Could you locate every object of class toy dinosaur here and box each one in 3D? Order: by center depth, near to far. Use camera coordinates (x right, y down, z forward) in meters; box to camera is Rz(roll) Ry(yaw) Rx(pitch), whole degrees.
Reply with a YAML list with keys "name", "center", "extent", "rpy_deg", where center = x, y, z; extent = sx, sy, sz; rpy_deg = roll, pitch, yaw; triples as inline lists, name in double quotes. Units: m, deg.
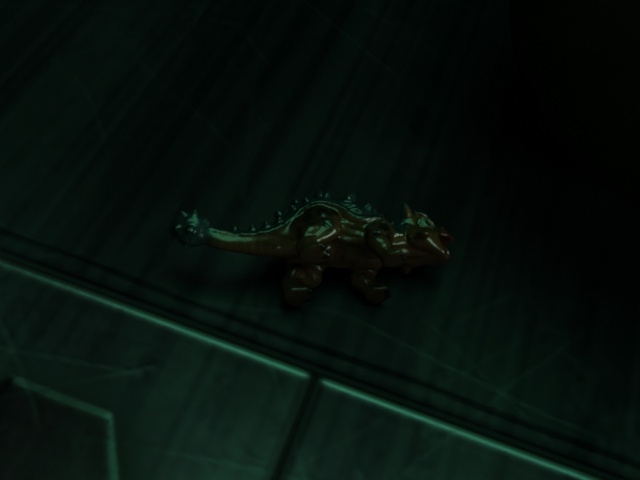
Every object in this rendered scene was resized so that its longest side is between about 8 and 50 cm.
- name: "toy dinosaur"
  center: [0.000, 0.000, 0.486]
  extent: [0.154, 0.049, 0.055]
  rpy_deg: [4, 49, -17]

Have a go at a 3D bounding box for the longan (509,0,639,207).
- name: "longan"
  center: [0.264, -0.172, 0.509]
  extent: [0.360, 0.361, 0.361]
  rpy_deg: [7, 47, -7]
